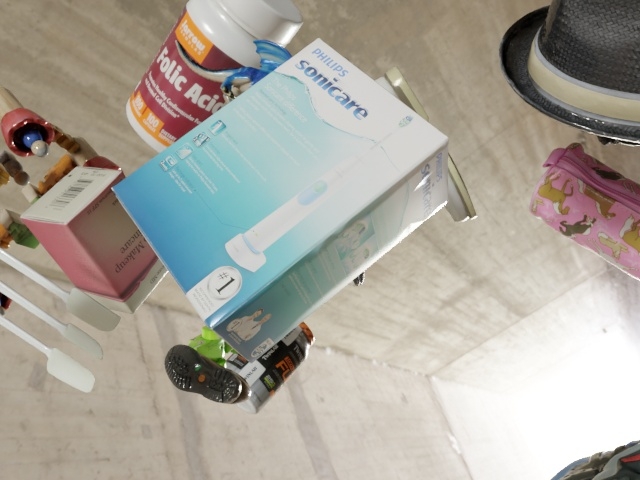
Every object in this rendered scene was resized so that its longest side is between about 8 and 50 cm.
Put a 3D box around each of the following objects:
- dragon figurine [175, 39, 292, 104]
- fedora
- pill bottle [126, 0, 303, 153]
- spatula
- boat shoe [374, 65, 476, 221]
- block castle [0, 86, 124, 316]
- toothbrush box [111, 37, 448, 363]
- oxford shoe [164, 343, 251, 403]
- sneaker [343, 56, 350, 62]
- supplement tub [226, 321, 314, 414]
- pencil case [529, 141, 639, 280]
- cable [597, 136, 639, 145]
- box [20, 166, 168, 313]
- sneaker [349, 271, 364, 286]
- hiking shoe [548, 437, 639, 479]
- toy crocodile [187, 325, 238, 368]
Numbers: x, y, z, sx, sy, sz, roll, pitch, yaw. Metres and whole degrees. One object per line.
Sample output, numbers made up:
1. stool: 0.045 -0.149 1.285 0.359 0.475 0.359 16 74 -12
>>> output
1. dragon figurine: -0.090 -0.269 0.892 0.289 0.144 0.085 36 170 12
2. fedora: 0.374 -0.250 0.584 0.153 0.333 0.334 80 170 -50
3. pill bottle: -0.226 -0.370 1.148 0.224 0.392 0.224 32 -150 -22
4. spatula: -0.428 0.116 0.819 0.242 0.168 0.019 31 -153 4
5. boat shoe: 0.169 -0.150 0.952 0.302 0.103 0.113 55 -164 -14
6. block castle: -0.663 -0.057 1.114 0.213 0.453 0.303 43 179 26
7. toothbrush box: -0.038 -0.051 0.598 0.216 0.295 0.126 46 171 28
8. oxford shoe: -0.236 0.284 1.112 0.227 0.083 0.096 20 167 35
9. sneaker: -0.013 -0.381 1.435 0.121 0.263 0.099 28 180 6
10. supplement tub: -0.175 0.392 1.767 0.194 0.193 0.316 51 -119 -9
11. pencil case: 0.546 -0.018 0.910 0.160 0.167 0.386 -17 -136 -38
12. cable: 0.507 -0.172 0.818 0.184 0.150 0.047 -8 -84 -55
13. box: -0.398 0.001 0.993 0.149 0.126 0.232 -59 -36 -37
14. sneaker: 0.000 -0.001 1.524 0.447 0.257 0.169 -66 -32 -67
15. hiking shoe: 0.335 0.240 0.553 0.132 0.303 0.113 131 126 -68
16. toy crocodile: -0.270 0.265 1.444 0.340 0.105 0.115 -27 -61 -67
